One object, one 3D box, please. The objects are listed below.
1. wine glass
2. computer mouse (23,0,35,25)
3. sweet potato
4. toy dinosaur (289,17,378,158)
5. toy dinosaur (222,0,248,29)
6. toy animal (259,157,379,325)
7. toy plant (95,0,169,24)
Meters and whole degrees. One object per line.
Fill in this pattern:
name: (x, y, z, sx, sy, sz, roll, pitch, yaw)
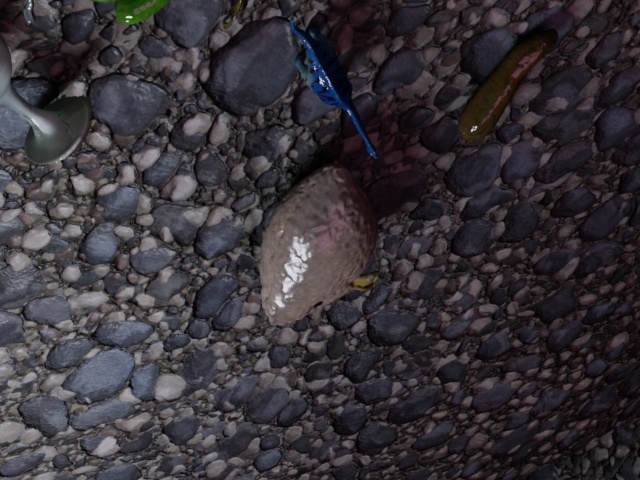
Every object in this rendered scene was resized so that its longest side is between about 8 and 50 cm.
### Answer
wine glass: (-0.491, -0.238, 1.798, 0.143, 0.143, 0.321, -41, 137, 10)
computer mouse: (-0.448, -0.455, 1.626, 0.167, 0.090, 0.379, -32, 141, -24)
sweet potato: (0.354, -0.304, 2.318, 0.075, 0.075, 0.273, 18, 116, -43)
toy dinosaur: (0.008, -0.286, 2.080, 0.076, 0.144, 0.329, -30, 128, 4)
toy dinosaur: (-0.127, -0.388, 1.904, 0.037, 0.058, 0.180, -1, 170, -13)
toy animal: (0.003, -0.005, 2.306, 0.226, 0.188, 0.358, -11, 136, -38)
toy plant: (-0.225, -0.433, 1.768, 0.316, 0.184, 0.224, -10, 133, -1)
